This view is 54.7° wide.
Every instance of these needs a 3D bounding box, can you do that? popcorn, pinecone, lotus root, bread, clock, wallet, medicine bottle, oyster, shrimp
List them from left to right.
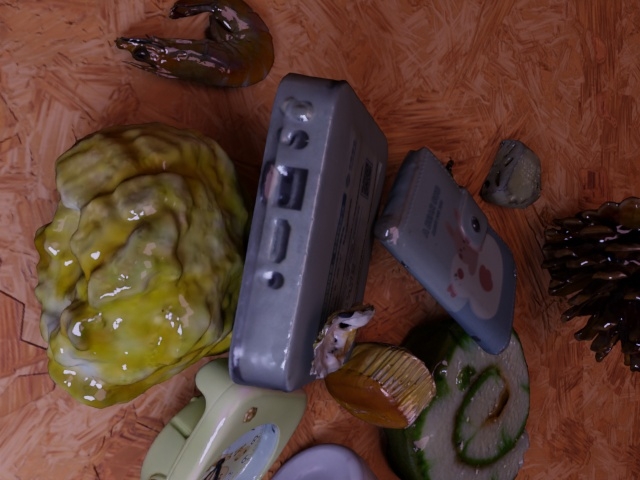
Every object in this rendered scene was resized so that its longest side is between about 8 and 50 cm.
[{"bbox_3d":[-0.201,0.021,0.795,0.293,0.294,0.333,0,110,-32],"label":"popcorn"},{"bbox_3d":[-0.175,-0.294,0.908,0.249,0.068,0.150,-16,91,-37],"label":"shrimp"},{"bbox_3d":[-0.160,0.320,0.903,0.308,0.096,0.235,-56,154,-1],"label":"clock"},{"bbox_3d":[0.029,0.115,0.774,0.045,0.121,0.146,38,62,12],"label":"oyster"},{"bbox_3d":[0.070,0.540,1.059,0.211,0.211,0.371,-45,117,-22],"label":"medicine bottle"},{"bbox_3d":[0.095,0.250,1.060,0.114,0.191,0.132,-43,110,-26],"label":"bread"},{"bbox_3d":[0.239,0.013,1.121,0.360,0.083,0.252,45,47,-28],"label":"wallet"},{"bbox_3d":[0.294,0.342,1.238,0.382,0.129,0.366,45,70,-29],"label":"bread"},{"bbox_3d":[0.427,-0.129,1.317,0.144,0.070,0.143,23,82,-34],"label":"lotus root"},{"bbox_3d":[0.658,0.095,1.317,0.385,0.384,0.384,-4,97,-34],"label":"pinecone"}]

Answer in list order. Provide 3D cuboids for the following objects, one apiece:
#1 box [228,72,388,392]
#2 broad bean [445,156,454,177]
[{"bbox_3d":[-0.001,-0.001,0.900,0.396,0.111,0.395,18,81,-75],"label":"box"},{"bbox_3d":[0.204,-0.059,1.195,0.069,0.039,0.226,44,70,-35],"label":"broad bean"}]
